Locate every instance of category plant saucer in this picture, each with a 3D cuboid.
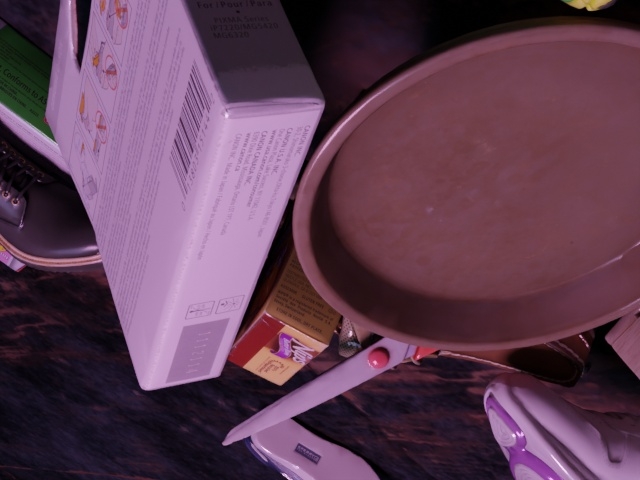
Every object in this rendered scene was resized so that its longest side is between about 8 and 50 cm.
[{"bbox_3d":[0.120,-0.030,0.708,0.278,0.041,0.278,-5,139,-4],"label":"plant saucer"}]

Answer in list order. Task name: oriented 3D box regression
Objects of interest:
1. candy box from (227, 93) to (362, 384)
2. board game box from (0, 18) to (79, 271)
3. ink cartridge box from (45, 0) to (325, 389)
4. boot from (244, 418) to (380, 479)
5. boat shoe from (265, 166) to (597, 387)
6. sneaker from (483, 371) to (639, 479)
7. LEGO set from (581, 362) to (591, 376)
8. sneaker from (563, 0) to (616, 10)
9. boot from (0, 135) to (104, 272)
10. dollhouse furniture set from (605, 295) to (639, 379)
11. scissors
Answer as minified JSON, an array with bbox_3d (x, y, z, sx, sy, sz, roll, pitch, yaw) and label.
[{"bbox_3d":[0.000,0.000,0.835,0.053,0.187,0.109,29,152,-7],"label":"candy box"},{"bbox_3d":[-0.319,-0.095,1.099,0.242,0.064,0.316,39,151,-18],"label":"board game box"},{"bbox_3d":[-0.106,-0.086,0.775,0.066,0.261,0.296,-9,148,-25],"label":"ink cartridge box"},{"bbox_3d":[-0.007,0.277,1.444,0.190,0.069,0.086,38,159,0],"label":"boot"},{"bbox_3d":[0.052,0.050,0.942,0.324,0.120,0.122,22,152,13],"label":"boat shoe"},{"bbox_3d":[0.261,0.178,0.919,0.305,0.152,0.114,36,168,-10],"label":"sneaker"},{"bbox_3d":[0.188,0.100,1.004,0.083,0.023,0.054,22,151,13],"label":"LEGO set"},{"bbox_3d":[0.083,-0.212,0.491,0.123,0.109,0.295,13,149,19],"label":"sneaker"},{"bbox_3d":[-0.259,-0.054,0.971,0.198,0.077,0.137,16,144,20],"label":"boot"},{"bbox_3d":[0.410,0.123,0.788,0.303,0.198,0.286,23,-156,-46],"label":"dollhouse furniture set"},{"bbox_3d":[0.064,0.085,0.872,0.109,0.297,0.021,44,-173,-9],"label":"scissors"}]
